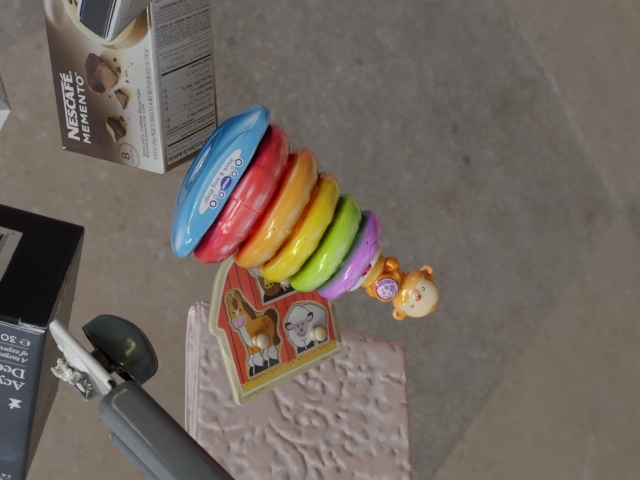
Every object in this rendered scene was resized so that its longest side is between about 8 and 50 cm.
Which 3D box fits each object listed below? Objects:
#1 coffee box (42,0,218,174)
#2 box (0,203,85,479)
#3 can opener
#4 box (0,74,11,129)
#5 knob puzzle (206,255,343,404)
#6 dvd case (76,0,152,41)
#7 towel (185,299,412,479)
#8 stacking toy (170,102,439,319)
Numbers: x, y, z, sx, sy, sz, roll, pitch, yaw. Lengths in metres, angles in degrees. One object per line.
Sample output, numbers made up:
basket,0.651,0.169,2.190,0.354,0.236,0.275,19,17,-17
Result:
coffee box,-0.225,-0.246,1.273,0.119,0.168,0.297,-37,135,-49
box,-0.527,0.143,1.550,0.293,0.395,0.212,15,43,-6
can opener,-0.157,0.153,0.976,0.093,0.280,0.074,-35,143,-19
box,-0.382,-0.121,1.023,0.114,0.203,0.103,-14,80,-31
knob puzzle,-0.050,0.070,1.257,0.213,0.030,0.213,1,88,-41
dvd case,-0.042,-0.224,0.515,0.029,0.239,0.179,35,57,-1
towel,-0.027,0.253,1.462,0.331,0.053,0.317,14,57,-23
stacking toy,0.000,0.000,1.132,0.301,0.166,0.175,31,92,-13
